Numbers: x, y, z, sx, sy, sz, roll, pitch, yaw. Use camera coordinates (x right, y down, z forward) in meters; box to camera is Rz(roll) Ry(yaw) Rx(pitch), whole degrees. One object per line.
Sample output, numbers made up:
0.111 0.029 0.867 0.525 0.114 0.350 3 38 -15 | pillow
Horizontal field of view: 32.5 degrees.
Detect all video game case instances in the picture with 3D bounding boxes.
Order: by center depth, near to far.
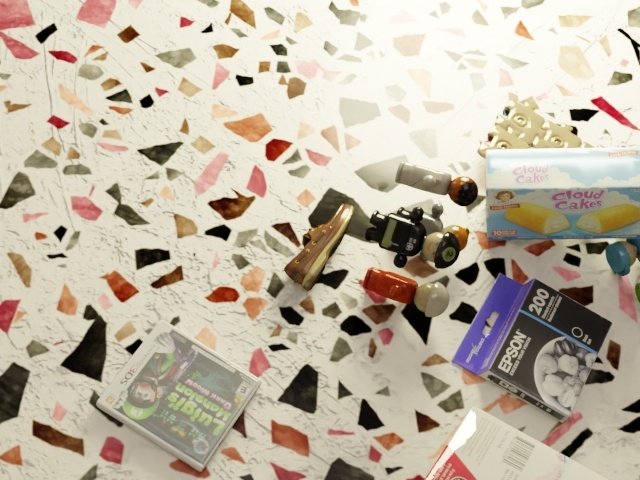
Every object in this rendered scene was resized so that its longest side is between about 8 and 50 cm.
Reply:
-0.214 0.233 1.674 0.190 0.022 0.173 30 58 8 | video game case

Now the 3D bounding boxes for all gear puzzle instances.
0.458 -0.123 2.020 0.338 0.044 0.175 31 56 5 | gear puzzle

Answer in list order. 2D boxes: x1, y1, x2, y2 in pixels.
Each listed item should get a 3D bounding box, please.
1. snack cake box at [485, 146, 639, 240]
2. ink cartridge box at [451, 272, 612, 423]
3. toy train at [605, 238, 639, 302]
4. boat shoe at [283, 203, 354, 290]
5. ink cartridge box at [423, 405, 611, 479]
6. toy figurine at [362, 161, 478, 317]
0.415 -0.078 1.872 0.264 0.152 0.089 -1 57 9 | snack cake box
0.352 0.167 1.814 0.208 0.045 0.206 28 58 8 | ink cartridge box
0.611 0.080 1.891 0.143 0.105 0.248 -22 65 -11 | toy train
0.000 0.000 1.835 0.060 0.064 0.178 30 60 5 | boat shoe
0.292 0.404 1.548 0.306 0.131 0.226 29 37 15 | ink cartridge box
0.171 -0.006 1.786 0.148 0.213 0.210 19 51 15 | toy figurine
